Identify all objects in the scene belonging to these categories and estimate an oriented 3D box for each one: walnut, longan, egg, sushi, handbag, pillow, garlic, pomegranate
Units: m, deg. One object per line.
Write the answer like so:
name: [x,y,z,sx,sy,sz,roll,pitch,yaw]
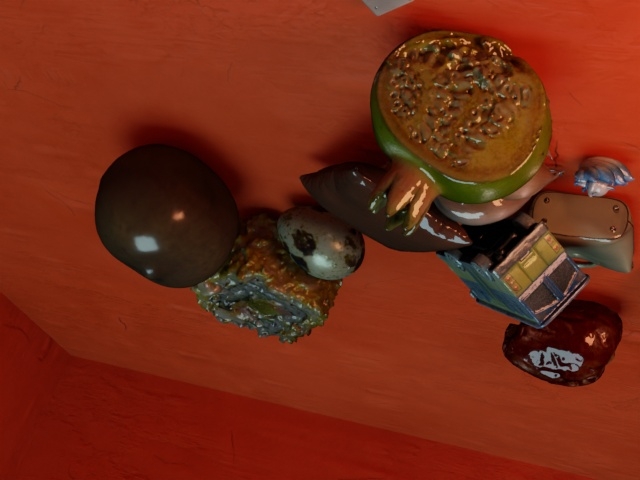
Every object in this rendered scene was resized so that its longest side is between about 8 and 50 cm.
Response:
walnut: [0.604,0.236,2.066,0.269,0.244,0.221,18,115,15]
longan: [-0.368,-0.051,1.980,0.361,0.361,0.361,15,153,8]
egg: [0.000,0.000,2.020,0.231,0.169,0.169,32,153,1]
sushi: [-0.153,0.102,2.232,0.351,0.240,0.396,28,150,-18]
handbag: [0.550,0.015,1.771,0.241,0.109,0.315,10,156,19]
pillow: [0.131,-0.070,1.747,0.308,0.108,0.305,31,169,-17]
garlic: [0.316,-0.143,1.617,0.292,0.210,0.237,29,118,-10]
pomegranate: [0.209,-0.166,1.398,0.310,0.358,0.216,34,178,6]

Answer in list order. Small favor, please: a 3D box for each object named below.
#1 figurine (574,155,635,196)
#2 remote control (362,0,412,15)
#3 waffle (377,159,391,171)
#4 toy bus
figurine: [0.534,-0.117,1.552,0.114,0.079,0.114,13,179,0]
remote control: [0.065,-0.436,1.307,0.087,0.029,0.190,-12,140,45]
waffle: [0.176,-0.116,1.828,0.191,0.038,0.191,16,153,8]
toy bus: [0.385,0.050,1.713,0.190,0.152,0.312,46,174,-14]
